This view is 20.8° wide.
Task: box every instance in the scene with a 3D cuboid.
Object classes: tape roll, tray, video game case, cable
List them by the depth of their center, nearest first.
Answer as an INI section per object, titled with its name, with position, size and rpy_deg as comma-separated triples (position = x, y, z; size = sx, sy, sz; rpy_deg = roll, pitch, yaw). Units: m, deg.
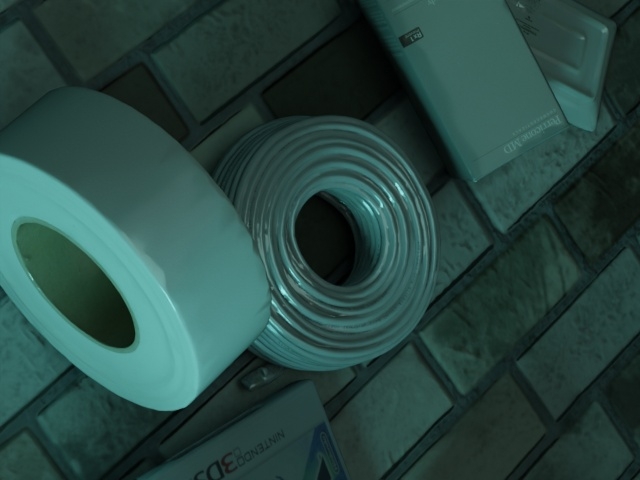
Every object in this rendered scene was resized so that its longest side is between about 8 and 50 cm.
[tape roll]
position = -0.180, 0.009, 1.500
size = 0.100, 0.286, 0.286
rpy_deg = -44, 106, -28
[video game case]
position = -0.037, 0.329, 1.622
size = 0.300, 0.036, 0.329
rpy_deg = -27, 98, -54
[cable]
position = 0.000, 0.000, 1.727
size = 0.257, 0.089, 0.257
rpy_deg = -15, 91, -33
[tray]
position = 0.224, -0.236, 1.939
size = 0.270, 0.030, 0.145
rpy_deg = 23, 70, -27

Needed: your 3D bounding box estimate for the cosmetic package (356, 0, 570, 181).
[cosmetic package]
position = 0.145, -0.191, 1.821
size = 0.127, 0.107, 0.238
rpy_deg = -32, 97, -7
